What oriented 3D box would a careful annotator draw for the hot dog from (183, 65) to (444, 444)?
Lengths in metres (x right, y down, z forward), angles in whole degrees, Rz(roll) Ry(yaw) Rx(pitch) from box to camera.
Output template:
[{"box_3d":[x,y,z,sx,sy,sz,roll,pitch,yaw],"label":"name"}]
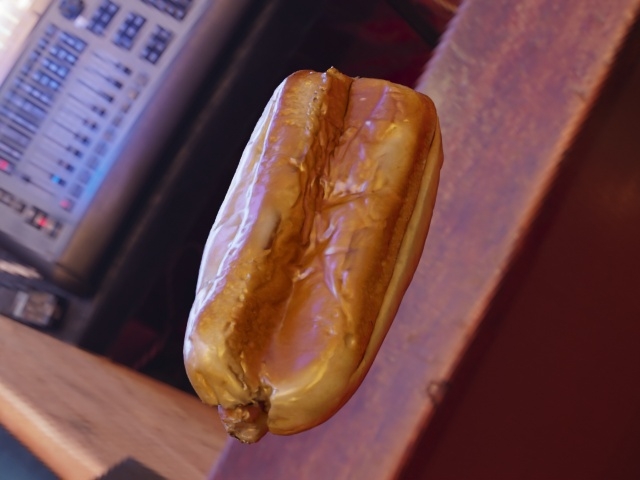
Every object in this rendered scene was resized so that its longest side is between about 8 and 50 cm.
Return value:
[{"box_3d":[0.000,0.000,0.726,0.102,0.076,0.249,10,45,7],"label":"hot dog"}]
